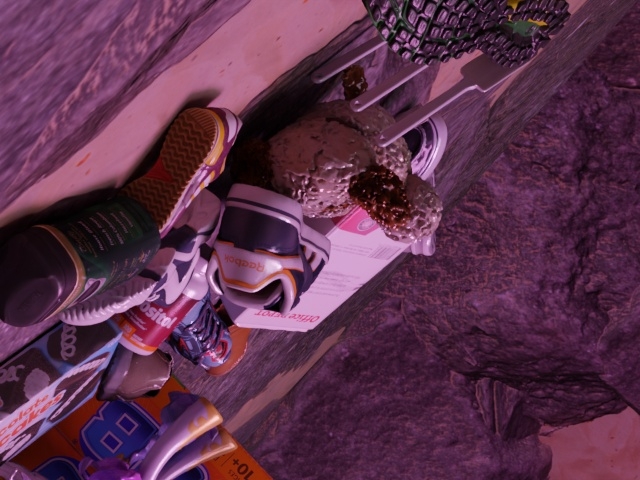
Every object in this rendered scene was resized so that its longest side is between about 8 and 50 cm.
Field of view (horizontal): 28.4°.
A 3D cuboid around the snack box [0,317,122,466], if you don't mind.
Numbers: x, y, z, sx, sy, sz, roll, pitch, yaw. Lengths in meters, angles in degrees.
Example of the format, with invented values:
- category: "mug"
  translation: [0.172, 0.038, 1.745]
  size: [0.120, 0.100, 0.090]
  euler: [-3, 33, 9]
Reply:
- category: "snack box"
  translation: [-0.388, 0.218, 1.506]
  size: [0.322, 0.060, 0.187]
  euler: [-38, 168, -37]

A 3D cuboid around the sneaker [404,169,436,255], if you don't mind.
- category: "sneaker"
  translation: [0.129, -0.100, 2.056]
  size: [0.105, 0.115, 0.281]
  euler: [82, 9, -48]

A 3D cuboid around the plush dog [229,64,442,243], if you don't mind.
- category: "plush dog"
  translation: [0.018, -0.097, 1.542]
  size: [0.225, 0.262, 0.210]
  euler: [-47, 145, -69]

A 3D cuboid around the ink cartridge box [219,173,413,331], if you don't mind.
- category: "ink cartridge box"
  translation: [0.000, 0.000, 1.828]
  size: [0.283, 0.117, 0.207]
  euler: [-42, 153, 23]

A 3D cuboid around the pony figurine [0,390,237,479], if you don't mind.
- category: "pony figurine"
  translation: [-0.256, 0.374, 1.676]
  size: [0.363, 0.351, 0.303]
  euler: [-40, -169, -14]

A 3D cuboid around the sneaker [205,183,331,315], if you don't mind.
- category: "sneaker"
  translation: [-0.069, 0.026, 1.547]
  size: [0.321, 0.126, 0.127]
  euler: [49, 55, -76]

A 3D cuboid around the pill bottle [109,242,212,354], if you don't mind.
- category: "pill bottle"
  translation: [-0.198, 0.064, 1.589]
  size: [0.152, 0.086, 0.086]
  euler: [-48, 170, 11]

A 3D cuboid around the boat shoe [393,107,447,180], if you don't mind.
- category: "boat shoe"
  translation: [0.064, -0.097, 1.948]
  size: [0.301, 0.108, 0.102]
  euler: [-35, 173, 30]

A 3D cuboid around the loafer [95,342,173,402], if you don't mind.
- category: "loafer"
  translation: [-0.250, 0.185, 1.719]
  size: [0.251, 0.087, 0.094]
  euler: [149, -40, -78]

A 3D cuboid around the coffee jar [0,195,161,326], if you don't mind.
- category: "coffee jar"
  translation: [-0.242, 0.019, 1.229]
  size: [0.096, 0.079, 0.184]
  euler: [-42, 174, 28]

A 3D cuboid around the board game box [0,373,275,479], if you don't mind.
- category: "board game box"
  translation: [-0.271, 0.425, 1.979]
  size: [0.356, 0.356, 0.356]
  euler: [-44, 170, -9]

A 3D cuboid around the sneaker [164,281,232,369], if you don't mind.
- category: "sneaker"
  translation: [-0.169, 0.117, 1.812]
  size: [0.104, 0.125, 0.262]
  euler: [-44, 171, -13]

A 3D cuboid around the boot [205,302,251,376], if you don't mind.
- category: "boot"
  translation: [-0.164, 0.157, 2.184]
  size: [0.197, 0.073, 0.152]
  euler: [-59, 169, 9]

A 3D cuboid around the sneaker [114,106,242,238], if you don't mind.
- category: "sneaker"
  translation: [-0.147, -0.061, 1.325]
  size: [0.185, 0.069, 0.084]
  euler: [-48, 165, 22]

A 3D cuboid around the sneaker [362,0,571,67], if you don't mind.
- category: "sneaker"
  translation: [0.144, -0.286, 1.452]
  size: [0.343, 0.146, 0.134]
  euler: [0, 135, -54]

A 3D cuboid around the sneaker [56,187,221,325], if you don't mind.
- category: "sneaker"
  translation: [-0.211, 0.046, 1.425]
  size: [0.235, 0.094, 0.153]
  euler: [-51, 167, -38]

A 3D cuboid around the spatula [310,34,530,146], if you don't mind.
- category: "spatula"
  translation: [0.116, -0.213, 1.548]
  size: [0.242, 0.168, 0.019]
  euler: [-34, 157, -24]
